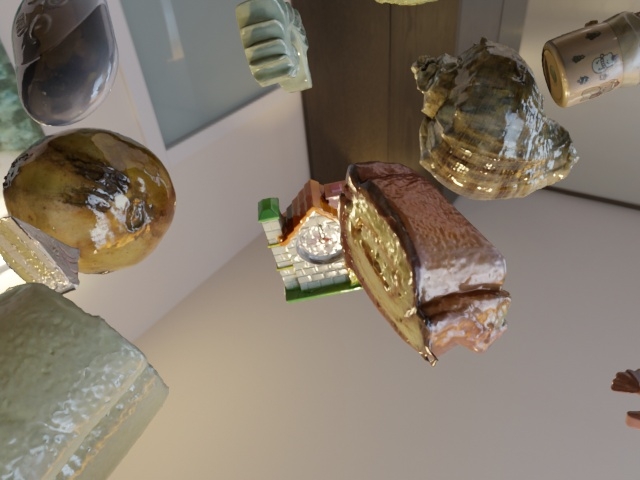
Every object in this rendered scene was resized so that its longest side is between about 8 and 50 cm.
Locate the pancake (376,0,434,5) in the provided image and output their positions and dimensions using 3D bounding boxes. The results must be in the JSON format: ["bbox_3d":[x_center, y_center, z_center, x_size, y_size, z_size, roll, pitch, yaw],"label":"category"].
[{"bbox_3d":[0.165,-0.461,0.733,0.253,0.037,0.254,-7,-116,15],"label":"pancake"}]

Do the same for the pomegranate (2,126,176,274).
[{"bbox_3d":[-0.468,-0.079,0.979,0.322,0.322,0.322,-4,-143,3],"label":"pomegranate"}]

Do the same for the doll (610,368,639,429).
[{"bbox_3d":[0.541,0.250,0.645,0.211,0.093,0.262,-20,-155,-20],"label":"doll"}]

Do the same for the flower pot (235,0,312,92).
[{"bbox_3d":[-0.134,-0.630,1.538,0.164,0.254,0.367,-10,-171,17],"label":"flower pot"}]

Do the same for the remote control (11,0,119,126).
[{"bbox_3d":[-0.484,-0.364,0.887,0.221,0.103,0.332,-26,-109,16],"label":"remote control"}]

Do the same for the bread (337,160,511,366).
[{"bbox_3d":[0.119,0.033,0.567,0.123,0.190,0.244,-15,-132,-14],"label":"bread"}]

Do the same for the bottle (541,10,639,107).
[{"bbox_3d":[0.371,-0.236,0.597,0.152,0.099,0.099,-19,-145,16],"label":"bottle"}]

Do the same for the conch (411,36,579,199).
[{"bbox_3d":[0.254,-0.186,0.720,0.291,0.159,0.210,36,-91,15],"label":"conch"}]

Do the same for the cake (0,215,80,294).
[{"bbox_3d":[-0.333,0.008,0.544,0.052,0.121,0.065,-16,-132,2],"label":"cake"}]

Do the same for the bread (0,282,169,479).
[{"bbox_3d":[-0.195,0.117,0.308,0.134,0.148,0.141,32,-124,7],"label":"bread"}]

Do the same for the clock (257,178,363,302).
[{"bbox_3d":[0.000,0.000,1.005,0.219,0.255,0.106,-12,-136,4],"label":"clock"}]
